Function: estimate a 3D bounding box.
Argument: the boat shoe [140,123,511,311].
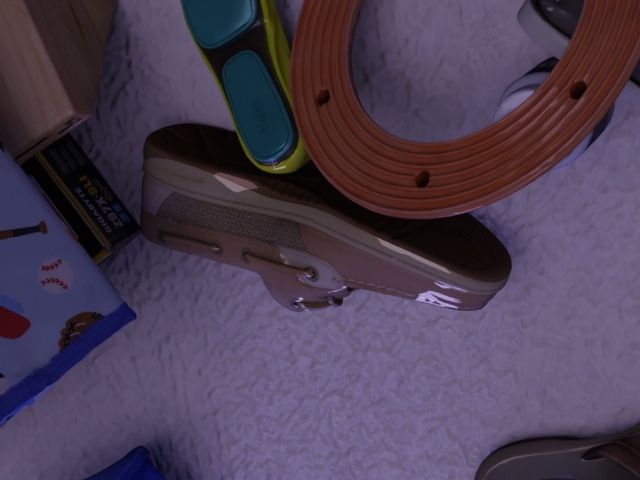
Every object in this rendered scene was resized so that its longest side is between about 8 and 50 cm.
[{"bbox_3d":[0.000,0.000,1.585,0.341,0.121,0.110,21,115,24],"label":"boat shoe"}]

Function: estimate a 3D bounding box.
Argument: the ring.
[{"bbox_3d":[0.116,-0.171,1.441,0.336,0.032,0.336,-18,58,32],"label":"ring"}]

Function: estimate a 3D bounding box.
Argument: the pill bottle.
[{"bbox_3d":[0.182,-0.099,1.474,0.078,0.137,0.078,5,106,18],"label":"pill bottle"}]

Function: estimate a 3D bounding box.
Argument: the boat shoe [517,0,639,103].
[{"bbox_3d":[0.298,-0.132,1.440,0.305,0.109,0.091,34,118,13],"label":"boat shoe"}]

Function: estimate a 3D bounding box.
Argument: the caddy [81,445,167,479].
[{"bbox_3d":[-0.245,0.329,1.692,0.179,0.241,0.341,43,114,-3],"label":"caddy"}]

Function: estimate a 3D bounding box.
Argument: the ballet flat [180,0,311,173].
[{"bbox_3d":[-0.059,-0.161,1.571,0.077,0.077,0.231,-25,77,23],"label":"ballet flat"}]

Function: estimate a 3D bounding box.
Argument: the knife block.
[{"bbox_3d":[-0.286,-0.227,1.559,0.088,0.276,0.242,-32,122,25],"label":"knife block"}]

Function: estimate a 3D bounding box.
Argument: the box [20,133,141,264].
[{"bbox_3d":[-0.358,-0.057,1.714,0.257,0.079,0.322,-36,91,26],"label":"box"}]

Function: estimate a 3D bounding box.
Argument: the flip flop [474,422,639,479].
[{"bbox_3d":[0.254,0.201,1.561,0.277,0.080,0.112,-11,101,22],"label":"flip flop"}]

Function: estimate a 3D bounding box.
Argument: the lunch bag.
[{"bbox_3d":[-0.382,0.043,1.559,0.328,0.239,0.385,55,151,-3],"label":"lunch bag"}]
